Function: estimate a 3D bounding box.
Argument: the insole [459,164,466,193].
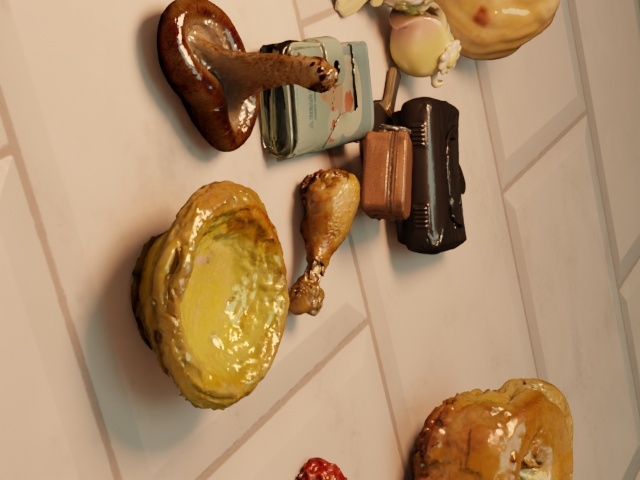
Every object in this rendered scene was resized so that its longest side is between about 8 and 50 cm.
[{"bbox_3d":[0.255,-0.145,2.314,0.152,0.002,0.053,51,45,-44],"label":"insole"}]

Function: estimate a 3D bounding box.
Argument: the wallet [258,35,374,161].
[{"bbox_3d":[-0.005,-0.222,1.818,0.250,0.075,0.176,-20,109,-59],"label":"wallet"}]

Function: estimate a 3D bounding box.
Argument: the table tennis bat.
[{"bbox_3d":[0.112,-0.199,2.062,0.130,0.019,0.220,43,53,-51],"label":"table tennis bat"}]

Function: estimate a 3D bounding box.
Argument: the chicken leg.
[{"bbox_3d":[0.002,0.000,1.791,0.107,0.087,0.251,46,52,-54],"label":"chicken leg"}]

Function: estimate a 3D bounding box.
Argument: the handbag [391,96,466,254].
[{"bbox_3d":[0.197,-0.114,2.118,0.244,0.088,0.275,-8,93,-67],"label":"handbag"}]

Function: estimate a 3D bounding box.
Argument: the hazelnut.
[{"bbox_3d":[0.326,-0.472,2.300,0.241,0.261,0.261,47,38,-1],"label":"hazelnut"}]

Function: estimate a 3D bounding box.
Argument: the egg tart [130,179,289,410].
[{"bbox_3d":[-0.146,0.065,1.496,0.294,0.123,0.294,1,89,-62],"label":"egg tart"}]

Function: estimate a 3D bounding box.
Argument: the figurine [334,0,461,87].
[{"bbox_3d":[0.136,-0.427,2.022,0.274,0.226,0.394,-35,133,-21],"label":"figurine"}]

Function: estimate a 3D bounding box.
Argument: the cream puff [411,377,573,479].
[{"bbox_3d":[0.298,0.392,2.098,0.327,0.231,0.343,52,50,-36],"label":"cream puff"}]

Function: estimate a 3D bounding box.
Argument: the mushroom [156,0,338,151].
[{"bbox_3d":[-0.084,-0.227,1.536,0.227,0.217,0.148,54,44,-42],"label":"mushroom"}]

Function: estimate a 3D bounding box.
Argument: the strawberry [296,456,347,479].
[{"bbox_3d":[0.030,0.440,1.756,0.190,0.111,0.236,8,78,-57],"label":"strawberry"}]

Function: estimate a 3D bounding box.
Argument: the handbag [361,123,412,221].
[{"bbox_3d":[0.110,-0.108,1.912,0.193,0.072,0.151,25,67,-80],"label":"handbag"}]
